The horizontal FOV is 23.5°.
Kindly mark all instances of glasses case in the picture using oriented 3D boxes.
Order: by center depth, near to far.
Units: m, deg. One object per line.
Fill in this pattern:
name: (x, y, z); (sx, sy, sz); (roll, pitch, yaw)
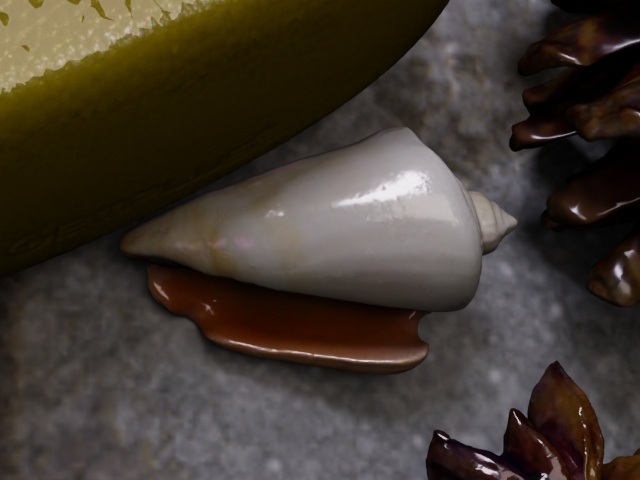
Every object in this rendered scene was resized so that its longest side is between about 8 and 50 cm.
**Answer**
glasses case: (-0.104, -0.080, 0.651); (0.371, 0.173, 0.141); (-26, 83, -21)

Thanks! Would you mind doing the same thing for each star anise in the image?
star anise: (0.113, 0.139, 0.721); (0.168, 0.057, 0.168); (5, 73, -16)

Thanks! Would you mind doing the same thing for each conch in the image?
conch: (0.004, 0.009, 0.707); (0.176, 0.104, 0.094); (-17, 52, -18)

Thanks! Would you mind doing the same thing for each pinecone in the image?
pinecone: (0.196, -0.106, 0.734); (0.244, 0.244, 0.309); (11, 82, -15)
